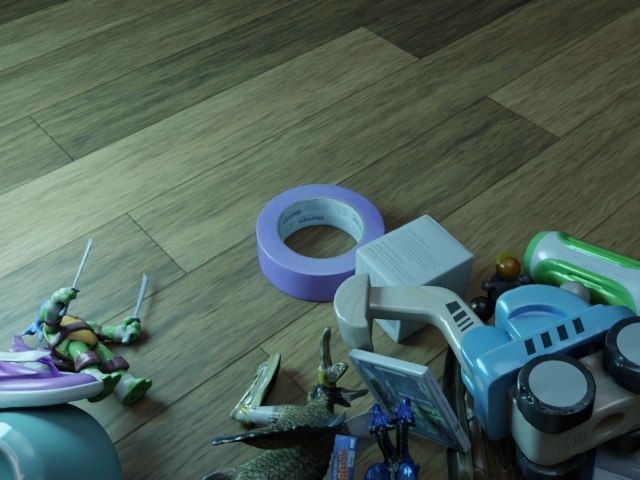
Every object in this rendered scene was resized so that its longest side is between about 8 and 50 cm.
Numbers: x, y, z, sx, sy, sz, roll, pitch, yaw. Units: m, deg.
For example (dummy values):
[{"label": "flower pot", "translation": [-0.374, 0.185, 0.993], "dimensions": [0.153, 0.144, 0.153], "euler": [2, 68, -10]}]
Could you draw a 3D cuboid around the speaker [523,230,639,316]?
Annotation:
[{"label": "speaker", "translation": [0.555, 0.074, 1.438], "dimensions": [0.131, 0.131, 0.297], "euler": [-31, 36, -26]}]

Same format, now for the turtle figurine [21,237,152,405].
[{"label": "turtle figurine", "translation": [-0.406, 0.158, 1.352], "dimensions": [0.275, 0.197, 0.266], "euler": [-30, 58, -22]}]

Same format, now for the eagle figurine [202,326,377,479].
[{"label": "eagle figurine", "translation": [-0.051, 0.325, 1.191], "dimensions": [0.225, 0.226, 0.298], "euler": [-21, 16, 34]}]

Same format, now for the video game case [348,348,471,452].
[{"label": "video game case", "translation": [0.146, 0.265, 1.216], "dimensions": [0.022, 0.173, 0.190], "euler": [-42, 24, -27]}]

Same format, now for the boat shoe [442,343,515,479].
[{"label": "boat shoe", "translation": [0.280, 0.305, 1.288], "dimensions": [0.105, 0.110, 0.307], "euler": [5, 56, -1]}]

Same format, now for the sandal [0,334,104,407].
[{"label": "sandal", "translation": [-0.537, 0.213, 1.227], "dimensions": [0.417, 0.102, 0.169], "euler": [-2, 2, 35]}]

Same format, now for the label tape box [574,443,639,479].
[{"label": "label tape box", "translation": [0.440, 0.460, 1.127], "dimensions": [0.249, 0.115, 0.347], "euler": [16, 47, 15]}]

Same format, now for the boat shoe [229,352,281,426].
[{"label": "boat shoe", "translation": [-0.116, 0.270, 1.344], "dimensions": [0.048, 0.056, 0.153], "euler": [18, 56, 10]}]

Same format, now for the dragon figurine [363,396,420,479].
[{"label": "dragon figurine", "translation": [0.116, 0.398, 1.144], "dimensions": [0.085, 0.144, 0.289], "euler": [-4, 59, 15]}]

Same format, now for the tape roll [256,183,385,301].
[{"label": "tape roll", "translation": [0.000, 0.000, 1.577], "dimensions": [0.275, 0.090, 0.274], "euler": [1, 46, -1]}]

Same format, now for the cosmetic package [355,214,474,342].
[{"label": "cosmetic package", "translation": [0.185, 0.075, 1.465], "dimensions": [0.184, 0.151, 0.151], "euler": [-26, 52, -24]}]

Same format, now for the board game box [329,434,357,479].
[{"label": "board game box", "translation": [0.028, 0.409, 1.111], "dimensions": [0.035, 0.201, 0.136], "euler": [6, 47, 5]}]

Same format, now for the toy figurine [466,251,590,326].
[{"label": "toy figurine", "translation": [0.391, 0.145, 1.402], "dimensions": [0.210, 0.148, 0.213], "euler": [29, 53, 24]}]

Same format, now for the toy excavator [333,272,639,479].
[{"label": "toy excavator", "translation": [0.286, 0.176, 1.203], "dimensions": [0.433, 0.222, 0.445], "euler": [-21, 42, -7]}]

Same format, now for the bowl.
[{"label": "bowl", "translation": [-0.473, 0.385, 1.073], "dimensions": [0.312, 0.163, 0.311], "euler": [-5, 71, 14]}]
